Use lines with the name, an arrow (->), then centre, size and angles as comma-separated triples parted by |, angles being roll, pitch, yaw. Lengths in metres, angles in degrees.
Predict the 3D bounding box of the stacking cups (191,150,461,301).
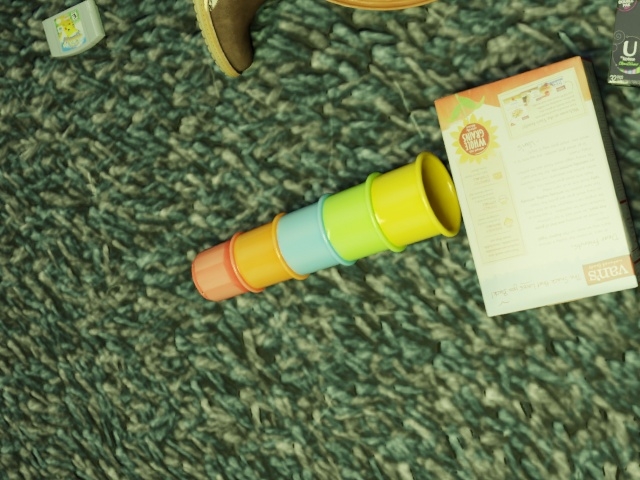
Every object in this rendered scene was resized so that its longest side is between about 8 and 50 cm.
stacking cups -> 0.000, 0.000, 1.122 | 0.316, 0.096, 0.096 | -22, 86, 30

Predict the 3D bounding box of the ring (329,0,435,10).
ring -> 0.065, -0.392, 0.981 | 0.336, 0.032, 0.337 | 0, 115, 0

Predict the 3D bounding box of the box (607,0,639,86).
box -> 0.316, -0.190, 0.967 | 0.062, 0.052, 0.083 | 8, 98, 22

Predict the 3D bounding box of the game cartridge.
game cartridge -> -0.313, -0.265, 1.269 | 0.083, 0.017, 0.056 | -17, 92, 25

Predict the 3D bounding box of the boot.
boot -> -0.040, -0.302, 1.091 | 0.206, 0.090, 0.248 | -10, 127, 2

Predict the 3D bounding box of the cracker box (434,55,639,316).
cracker box -> 0.223, -0.052, 1.017 | 0.155, 0.067, 0.232 | -14, 89, 26
